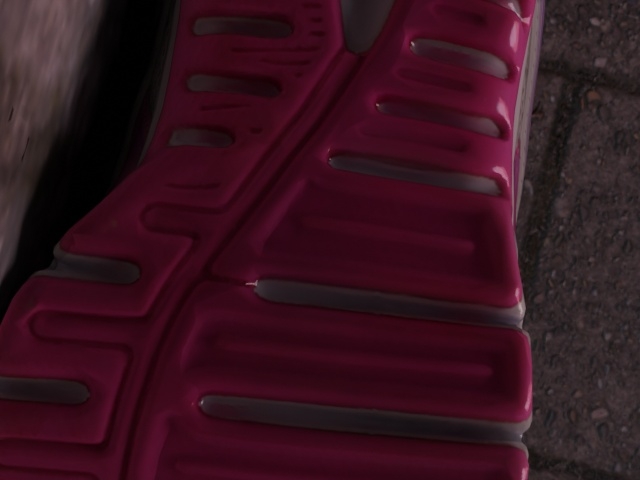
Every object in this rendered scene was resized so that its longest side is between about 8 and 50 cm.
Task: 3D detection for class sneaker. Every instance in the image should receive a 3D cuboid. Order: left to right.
[{"bbox_3d":[0.000,0.000,0.365,0.111,0.103,0.252,87,19,-76],"label":"sneaker"}]
